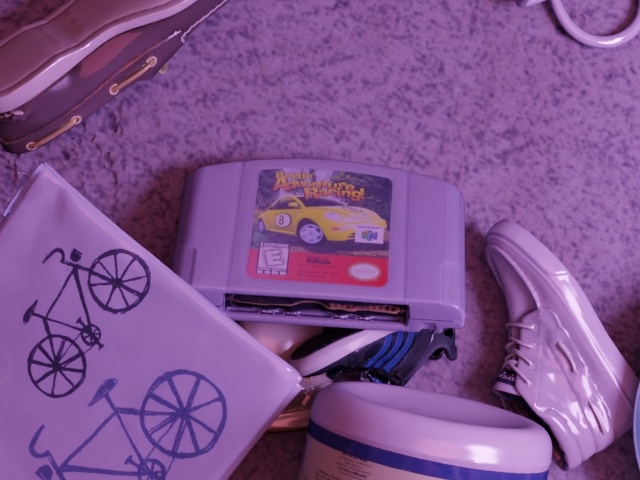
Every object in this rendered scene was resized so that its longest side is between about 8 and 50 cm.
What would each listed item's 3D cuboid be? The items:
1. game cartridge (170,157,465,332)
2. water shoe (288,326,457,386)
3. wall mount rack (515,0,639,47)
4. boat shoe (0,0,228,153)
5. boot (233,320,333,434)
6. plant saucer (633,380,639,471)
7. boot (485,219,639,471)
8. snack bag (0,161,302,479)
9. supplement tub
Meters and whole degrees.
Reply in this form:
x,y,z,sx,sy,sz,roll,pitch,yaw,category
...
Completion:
x,y,z,sx,sy,sz,roll,pitch,yaw,category
0.000,0.000,1.695,0.294,0.060,0.196,3,43,0,game cartridge
0.063,0.117,1.699,0.203,0.073,0.080,-19,97,-32,water shoe
0.319,-0.400,1.807,0.304,0.130,0.350,-20,85,-10,wall mount rack
-0.210,-0.207,1.732,0.324,0.097,0.116,-35,46,-14,boat shoe
-0.090,0.117,1.706,0.213,0.077,0.165,-2,83,-14,boot
0.472,0.183,1.729,0.317,0.044,0.318,0,95,-5,plant saucer
0.224,0.112,1.734,0.123,0.095,0.258,-35,88,-17,boot
-0.238,0.147,1.639,0.342,0.037,0.323,39,105,5,snack bag
0.079,0.315,1.603,0.235,0.235,0.325,11,93,-5,supplement tub
